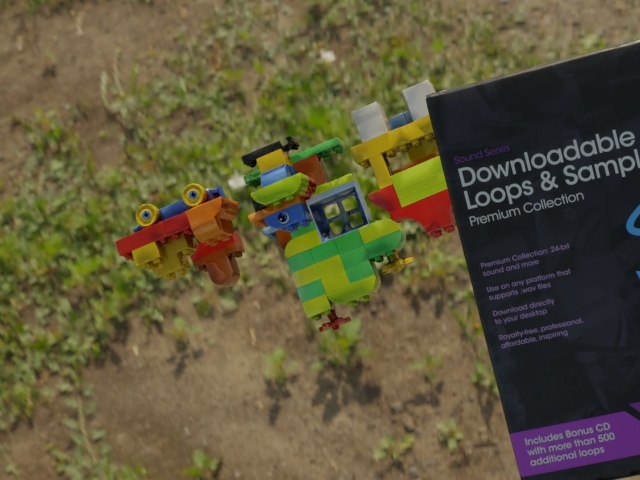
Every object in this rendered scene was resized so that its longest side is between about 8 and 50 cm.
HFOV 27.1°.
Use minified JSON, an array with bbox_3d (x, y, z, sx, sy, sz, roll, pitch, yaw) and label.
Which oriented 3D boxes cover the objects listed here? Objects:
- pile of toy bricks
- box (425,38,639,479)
[{"bbox_3d":[0.000,0.000,0.780,0.212,0.118,0.105,-22,80,14],"label":"pile of toy bricks"},{"bbox_3d":[0.115,0.007,0.504,0.116,0.029,0.162,-14,92,13],"label":"box"}]
